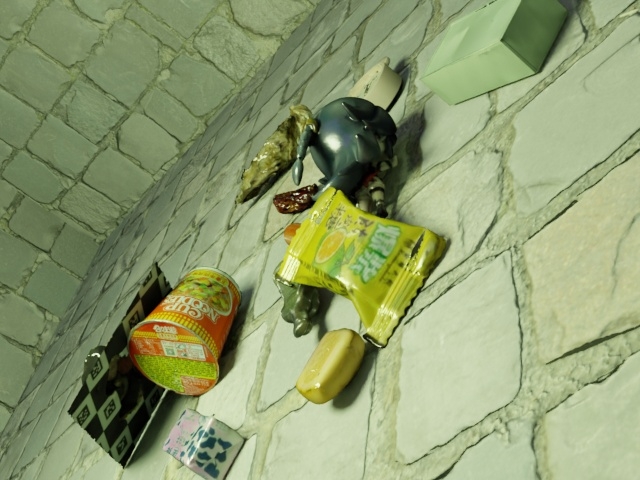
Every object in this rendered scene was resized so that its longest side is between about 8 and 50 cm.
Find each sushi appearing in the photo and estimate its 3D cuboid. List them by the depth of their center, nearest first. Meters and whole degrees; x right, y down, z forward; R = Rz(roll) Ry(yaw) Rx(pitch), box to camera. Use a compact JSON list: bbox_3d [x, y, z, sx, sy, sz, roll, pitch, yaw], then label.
[{"bbox_3d":[-0.392,0.245,1.650,0.320,0.068,0.340,76,-145,-58],"label":"sushi"}]

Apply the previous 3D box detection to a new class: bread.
[{"bbox_3d":[0.020,0.178,1.139,0.082,0.056,0.115,-17,36,54],"label":"bread"}]

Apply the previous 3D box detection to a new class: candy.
[{"bbox_3d":[0.046,0.028,1.239,0.297,0.081,0.187,26,85,49],"label":"candy"},{"bbox_3d":[-0.193,0.331,1.344,0.092,0.073,0.160,-58,20,-18],"label":"candy"}]

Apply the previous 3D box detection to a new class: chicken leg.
[{"bbox_3d":[-0.060,-0.090,1.794,0.093,0.053,0.205,-37,18,-26],"label":"chicken leg"}]

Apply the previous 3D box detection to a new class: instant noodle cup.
[{"bbox_3d":[-0.250,0.166,1.630,0.193,0.193,0.212,-39,15,36],"label":"instant noodle cup"}]

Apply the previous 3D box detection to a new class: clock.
[{"bbox_3d":[0.106,-0.302,1.755,0.155,0.063,0.229,-31,27,54],"label":"clock"}]

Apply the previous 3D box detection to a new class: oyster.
[{"bbox_3d":[-0.114,-0.203,2.083,0.294,0.094,0.166,-58,-1,18],"label":"oyster"}]

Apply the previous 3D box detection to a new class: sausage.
[{"bbox_3d":[0.000,0.000,1.491,0.053,0.053,0.347,-56,19,-8],"label":"sausage"}]

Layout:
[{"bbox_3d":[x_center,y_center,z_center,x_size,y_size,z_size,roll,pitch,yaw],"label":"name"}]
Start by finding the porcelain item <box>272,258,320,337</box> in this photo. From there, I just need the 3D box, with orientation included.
[{"bbox_3d":[-0.034,0.097,1.381,0.081,0.069,0.216,-45,19,11],"label":"porcelain item"}]

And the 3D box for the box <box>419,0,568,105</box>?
[{"bbox_3d":[0.277,-0.315,1.342,0.130,0.086,0.225,-60,20,-17],"label":"box"}]

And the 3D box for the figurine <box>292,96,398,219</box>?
[{"bbox_3d":[0.055,-0.143,1.450,0.175,0.197,0.265,-31,19,20],"label":"figurine"}]
